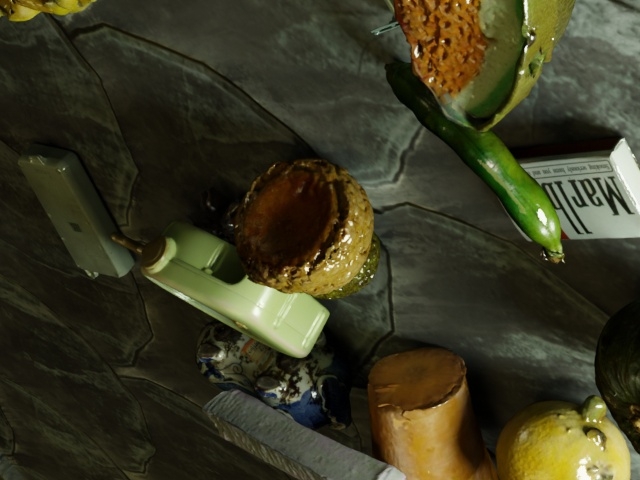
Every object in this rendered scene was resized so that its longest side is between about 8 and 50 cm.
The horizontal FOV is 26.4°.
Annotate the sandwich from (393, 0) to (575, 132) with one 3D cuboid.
[{"bbox_3d":[0.147,-0.240,1.284,0.212,0.109,0.292,24,144,39],"label":"sandwich"}]

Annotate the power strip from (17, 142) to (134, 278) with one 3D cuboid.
[{"bbox_3d":[-0.394,-0.044,2.214,0.118,0.046,0.270,11,137,39],"label":"power strip"}]

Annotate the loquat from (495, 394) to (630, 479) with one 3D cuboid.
[{"bbox_3d":[0.309,0.277,1.725,0.172,0.149,0.204,35,124,16],"label":"loquat"}]

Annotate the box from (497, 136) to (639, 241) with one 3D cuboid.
[{"bbox_3d":[0.269,-0.050,1.452,0.177,0.036,0.115,-4,128,50],"label":"box"}]

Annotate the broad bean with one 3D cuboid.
[{"bbox_3d":[0.159,-0.091,1.425,0.292,0.049,0.144,50,177,9],"label":"broad bean"}]

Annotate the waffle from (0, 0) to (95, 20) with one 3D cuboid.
[{"bbox_3d":[-0.435,-0.438,1.715,0.382,0.095,0.379,0,129,46],"label":"waffle"}]

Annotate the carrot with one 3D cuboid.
[{"bbox_3d":[0.137,0.281,1.891,0.196,0.196,0.254,15,137,38],"label":"carrot"}]

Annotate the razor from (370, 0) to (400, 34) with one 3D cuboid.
[{"bbox_3d":[0.053,-0.280,1.406,0.068,0.040,0.135,-10,118,53],"label":"razor"}]

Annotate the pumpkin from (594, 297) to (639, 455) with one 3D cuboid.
[{"bbox_3d":[0.396,0.159,1.461,0.223,0.157,0.223,46,162,19],"label":"pumpkin"}]

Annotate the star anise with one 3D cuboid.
[{"bbox_3d":[-0.141,-0.026,1.935,0.129,0.056,0.124,16,142,37],"label":"star anise"}]

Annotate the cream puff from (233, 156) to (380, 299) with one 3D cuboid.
[{"bbox_3d":[0.000,0.000,1.733,0.183,0.183,0.169,17,170,35],"label":"cream puff"}]

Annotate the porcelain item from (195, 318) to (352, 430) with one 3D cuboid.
[{"bbox_3d":[-0.070,0.213,2.089,0.288,0.138,0.186,18,145,37],"label":"porcelain item"}]

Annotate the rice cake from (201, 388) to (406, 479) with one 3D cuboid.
[{"bbox_3d":[-0.029,0.295,1.911,0.365,0.073,0.056,18,141,42],"label":"rice cake"}]

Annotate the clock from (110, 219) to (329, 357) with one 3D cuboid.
[{"bbox_3d":[-0.152,0.054,1.944,0.308,0.096,0.235,25,173,26],"label":"clock"}]
